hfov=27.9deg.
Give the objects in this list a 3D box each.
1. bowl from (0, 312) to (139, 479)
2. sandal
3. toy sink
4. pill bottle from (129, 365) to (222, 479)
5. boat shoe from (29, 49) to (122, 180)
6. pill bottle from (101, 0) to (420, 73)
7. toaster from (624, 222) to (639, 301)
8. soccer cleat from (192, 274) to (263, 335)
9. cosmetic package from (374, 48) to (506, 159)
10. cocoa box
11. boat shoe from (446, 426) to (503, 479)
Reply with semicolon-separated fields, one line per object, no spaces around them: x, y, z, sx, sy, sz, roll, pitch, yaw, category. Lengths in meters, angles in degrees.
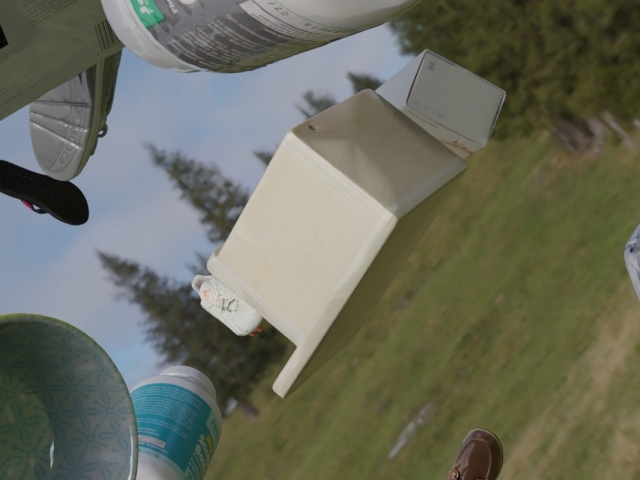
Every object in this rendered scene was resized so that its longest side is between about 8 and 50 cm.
-0.336;0.210;1.243;0.156;0.289;0.289;2;37;43;bowl
-0.445;-0.075;2.026;0.040;0.179;0.067;-27;46;49;sandal
0.000;0.000;1.168;0.153;0.131;0.234;-35;-19;-53;toy sink
-0.219;0.282;1.755;0.146;0.146;0.264;-52;9;31;pill bottle
-0.339;-0.242;1.870;0.103;0.118;0.320;-15;-61;-59;boat shoe
-0.058;-0.257;1.136;0.204;0.204;0.361;-48;18;-22;pill bottle
0.426;0.010;1.375;0.146;0.129;0.227;-14;19;41;toaster
-0.119;0.080;1.682;0.068;0.076;0.196;-63;19;-6;soccer cleat
0.168;-0.200;2.204;0.113;0.160;0.309;-67;12;-17;cosmetic package
-0.407;-0.320;1.584;0.347;0.228;0.231;-34;-22;-15;cocoa box
0.208;0.339;1.804;0.060;0.064;0.178;-45;-24;-50;boat shoe
